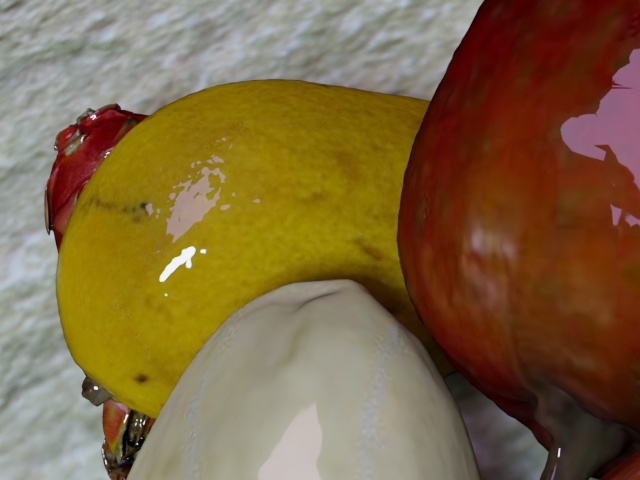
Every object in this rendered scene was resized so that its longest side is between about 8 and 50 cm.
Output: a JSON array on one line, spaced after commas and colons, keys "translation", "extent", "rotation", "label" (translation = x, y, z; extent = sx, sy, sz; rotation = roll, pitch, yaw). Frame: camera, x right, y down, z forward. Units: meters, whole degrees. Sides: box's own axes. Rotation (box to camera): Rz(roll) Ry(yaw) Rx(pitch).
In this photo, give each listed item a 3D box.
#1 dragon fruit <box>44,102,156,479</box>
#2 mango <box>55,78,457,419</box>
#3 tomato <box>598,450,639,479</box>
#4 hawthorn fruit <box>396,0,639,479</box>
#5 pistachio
[{"translation": [-0.077, 0.023, 0.855], "extent": [0.094, 0.094, 0.190], "rotation": [-18, 66, 15], "label": "dragon fruit"}, {"translation": [0.000, 0.000, 0.774], "extent": [0.227, 0.109, 0.147], "rotation": [-14, 84, -8], "label": "mango"}, {"translation": [0.128, 0.196, 0.385], "extent": [0.293, 0.325, 0.290], "rotation": [-49, 46, -13], "label": "tomato"}, {"translation": [0.135, -0.005, 0.660], "extent": [0.215, 0.215, 0.249], "rotation": [12, 58, 37], "label": "hawthorn fruit"}, {"translation": [-0.009, 0.113, 0.661], "extent": [0.145, 0.117, 0.200], "rotation": [-5, 76, -2], "label": "pistachio"}]
